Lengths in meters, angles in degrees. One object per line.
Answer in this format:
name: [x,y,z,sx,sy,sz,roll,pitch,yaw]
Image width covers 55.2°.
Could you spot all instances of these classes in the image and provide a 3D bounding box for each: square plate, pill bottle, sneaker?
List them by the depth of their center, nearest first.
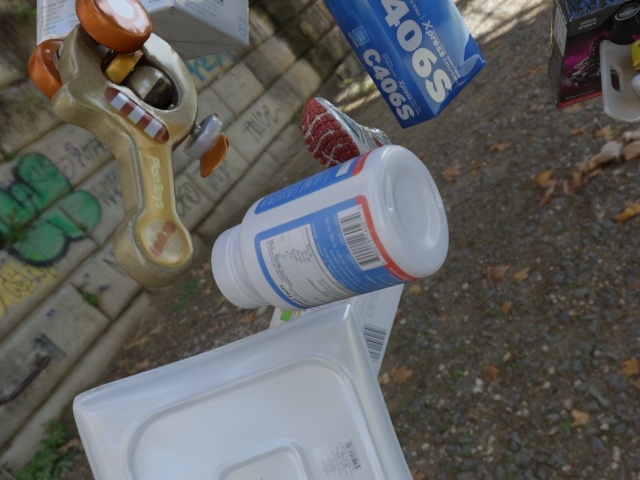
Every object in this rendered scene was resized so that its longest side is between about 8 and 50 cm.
pill bottle: [0.000,0.000,0.597,0.222,0.124,0.124,-18,26,37]
square plate: [-0.062,0.282,0.685,0.344,0.347,0.049,-18,-7,-12]
sneaker: [0.058,-0.151,1.008,0.088,0.225,0.092,-24,32,45]

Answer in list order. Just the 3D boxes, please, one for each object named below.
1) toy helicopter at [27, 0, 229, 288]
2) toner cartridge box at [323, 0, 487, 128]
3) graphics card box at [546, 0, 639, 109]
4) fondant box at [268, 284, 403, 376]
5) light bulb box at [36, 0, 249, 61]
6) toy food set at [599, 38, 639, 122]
toy helicopter: [-0.191,-0.106,0.710,0.140,0.235,0.355,-32,58,32]
toner cartridge box: [0.097,-0.354,0.889,0.075,0.347,0.165,-10,33,53]
graphics card box: [0.593,-0.415,1.241,0.233,0.094,0.371,-16,-19,13]
fondant box: [0.016,0.139,1.191,0.330,0.096,0.238,5,77,64]
light bulb box: [-0.345,-0.551,1.187,0.358,0.360,0.225,-2,-3,28]
toy food set: [0.602,-0.351,0.996,0.306,0.092,0.219,-34,31,45]
